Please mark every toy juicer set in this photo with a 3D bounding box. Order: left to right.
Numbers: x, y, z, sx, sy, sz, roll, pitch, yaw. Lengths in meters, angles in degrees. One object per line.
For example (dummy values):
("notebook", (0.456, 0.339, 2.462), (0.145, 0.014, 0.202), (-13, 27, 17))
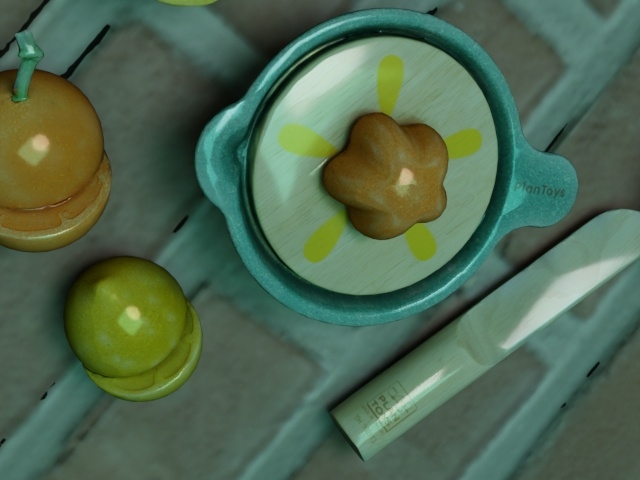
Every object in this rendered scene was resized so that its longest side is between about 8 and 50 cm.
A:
("toy juicer set", (0.000, 0.000, 0.556), (0.329, 0.089, 0.209), (36, 91, -27))
